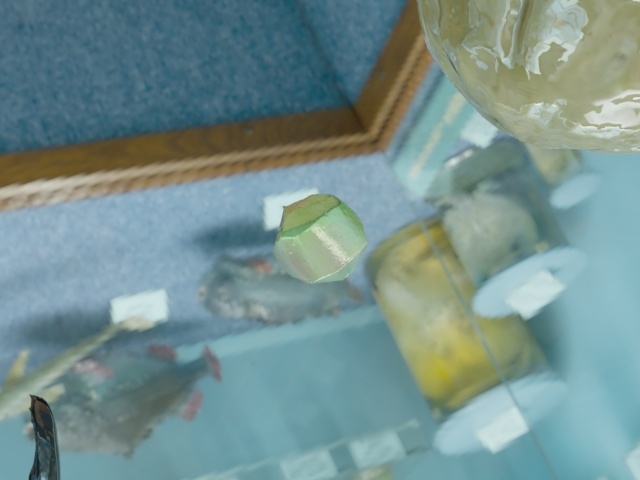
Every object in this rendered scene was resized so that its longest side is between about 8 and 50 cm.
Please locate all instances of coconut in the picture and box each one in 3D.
[{"bbox_3d":[0.000,0.000,1.168,0.083,0.082,0.081,-29,115,20],"label":"coconut"}]

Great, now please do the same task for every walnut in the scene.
[{"bbox_3d":[0.266,-0.253,1.254,0.381,0.381,0.381,-20,153,-11],"label":"walnut"}]

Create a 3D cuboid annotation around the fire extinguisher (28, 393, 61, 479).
[{"bbox_3d":[-0.226,0.196,0.550,0.337,0.135,0.114,-31,155,15],"label":"fire extinguisher"}]
